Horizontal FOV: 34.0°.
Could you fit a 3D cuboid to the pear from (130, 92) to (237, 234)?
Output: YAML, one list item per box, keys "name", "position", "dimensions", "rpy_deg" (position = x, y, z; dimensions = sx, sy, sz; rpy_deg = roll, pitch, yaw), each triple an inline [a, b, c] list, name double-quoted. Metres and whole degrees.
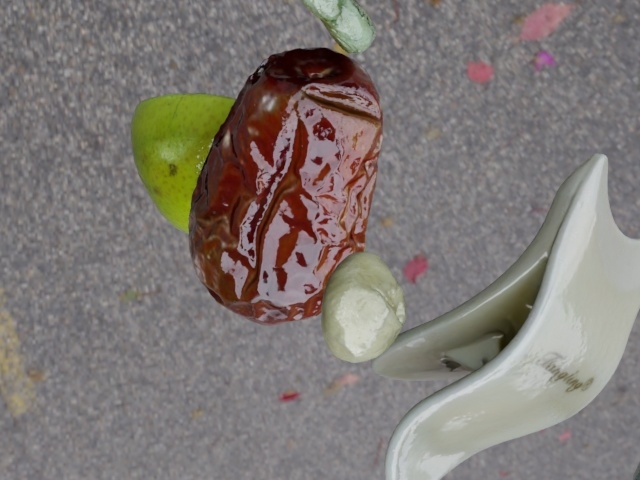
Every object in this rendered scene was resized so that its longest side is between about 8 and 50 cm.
- name: "pear"
  position: [-0.101, -0.082, 1.395]
  dimensions: [0.288, 0.139, 0.239]
  rpy_deg: [34, 146, -32]

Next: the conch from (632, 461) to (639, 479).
- name: "conch"
  position: [0.401, 0.247, 0.976]
  dimensions: [0.220, 0.277, 0.195]
  rpy_deg: [1, 137, 1]

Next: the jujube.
- name: "jujube"
  position: [-0.033, -0.057, 1.217]
  dimensions: [0.216, 0.216, 0.342]
  rpy_deg: [3, 126, -21]

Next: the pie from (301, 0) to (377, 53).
- name: "pie"
  position: [-0.015, -0.301, 1.125]
  dimensions: [0.054, 0.240, 0.240]
  rpy_deg: [-32, 133, 9]

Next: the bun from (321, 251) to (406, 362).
- name: "bun"
  position: [0.038, 0.054, 0.793]
  dimensions: [0.055, 0.086, 0.086]
  rpy_deg: [10, 139, 23]

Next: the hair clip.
- name: "hair clip"
  position: [0.151, 0.082, 0.811]
  dimensions: [0.282, 0.113, 0.172]
  rpy_deg: [-36, 143, 14]
